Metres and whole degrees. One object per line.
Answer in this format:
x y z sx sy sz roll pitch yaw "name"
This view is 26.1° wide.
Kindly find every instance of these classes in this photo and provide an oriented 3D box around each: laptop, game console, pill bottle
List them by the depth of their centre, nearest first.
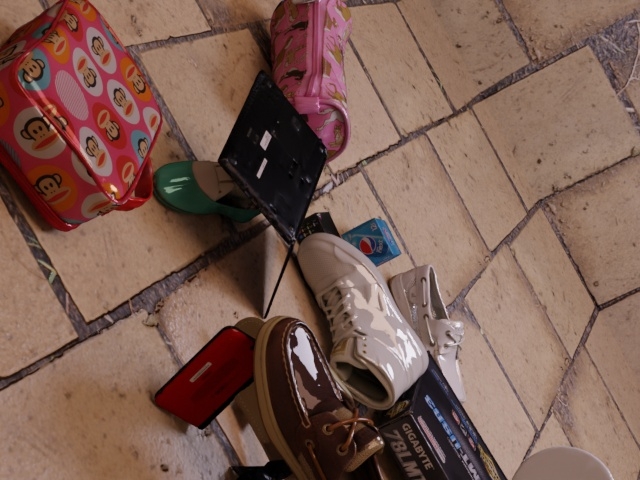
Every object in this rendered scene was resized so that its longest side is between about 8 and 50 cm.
-0.124 0.157 1.726 0.124 0.144 0.085 35 19 -33 "game console"
-0.083 -0.069 2.040 0.264 0.137 0.234 50 34 -25 "laptop"
0.419 0.489 2.308 0.361 0.204 0.204 64 11 -56 "pill bottle"

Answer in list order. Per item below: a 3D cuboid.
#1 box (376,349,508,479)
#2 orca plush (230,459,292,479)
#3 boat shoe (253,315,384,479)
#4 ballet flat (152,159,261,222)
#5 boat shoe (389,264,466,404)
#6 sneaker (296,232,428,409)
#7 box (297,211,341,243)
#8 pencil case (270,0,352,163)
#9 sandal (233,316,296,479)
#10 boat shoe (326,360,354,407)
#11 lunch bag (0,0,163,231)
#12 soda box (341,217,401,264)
0.209 0.362 2.278 0.295 0.073 0.293 59 16 -7 "box"
-0.055 0.339 1.642 0.151 0.102 0.287 28 28 -3 "orca plush"
0.025 0.246 1.660 0.123 0.123 0.342 -21 95 -56 "boat shoe"
-0.148 -0.081 2.018 0.247 0.087 0.083 14 52 -61 "ballet flat"
0.214 0.171 2.500 0.098 0.096 0.277 15 51 -62 "boat shoe"
0.047 0.128 2.175 0.292 0.108 0.169 51 32 -2 "sneaker"
0.000 0.000 2.292 0.083 0.052 0.062 65 21 9 "box"
-0.020 -0.289 2.448 0.167 0.160 0.386 48 27 -32 "pencil case"
-0.070 0.226 1.873 0.079 0.088 0.240 92 -24 -62 "sandal"
-0.018 0.187 2.036 0.190 0.068 0.072 56 8 -40 "boat shoe"
-0.298 -0.150 1.727 0.258 0.120 0.293 54 23 -20 "lunch bag"
0.090 0.008 2.393 0.071 0.067 0.210 63 6 4 "soda box"
